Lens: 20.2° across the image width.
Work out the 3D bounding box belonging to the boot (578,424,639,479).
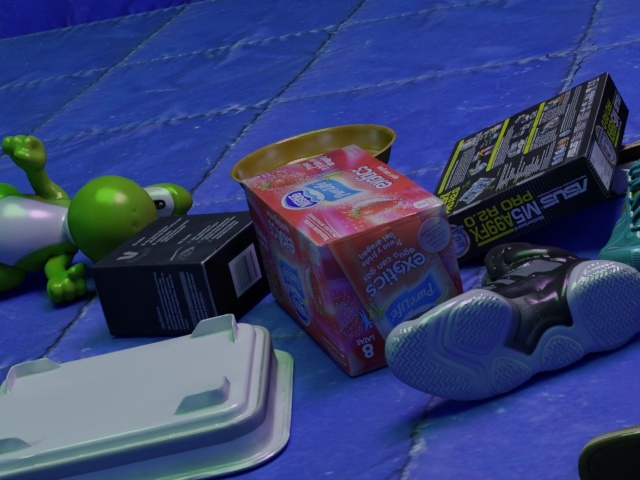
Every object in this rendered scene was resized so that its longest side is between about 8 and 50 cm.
[{"bbox_3d":[0.307,0.148,1.434,0.213,0.077,0.165,-7,19,5],"label":"boot"}]

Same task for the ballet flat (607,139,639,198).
[{"bbox_3d":[0.394,-0.090,2.094,0.206,0.073,0.067,-19,21,15],"label":"ballet flat"}]

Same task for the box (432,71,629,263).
[{"bbox_3d":[0.240,-0.084,2.083,0.216,0.060,0.270,-25,16,23],"label":"box"}]

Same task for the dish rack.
[{"bbox_3d":[-0.197,0.165,1.776,0.333,0.072,0.285,-14,19,5],"label":"dish rack"}]

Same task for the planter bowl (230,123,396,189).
[{"bbox_3d":[0.000,-0.070,2.287,0.217,0.090,0.217,-12,18,4],"label":"planter bowl"}]

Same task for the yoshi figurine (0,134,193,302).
[{"bbox_3d":[-0.346,-0.018,2.268,0.362,0.203,0.203,-9,35,9],"label":"yoshi figurine"}]

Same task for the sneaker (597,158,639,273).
[{"bbox_3d":[0.343,-0.030,1.880,0.107,0.110,0.275,-6,21,23],"label":"sneaker"}]

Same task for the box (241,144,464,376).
[{"bbox_3d":[0.034,0.015,1.916,0.142,0.154,0.300,-19,20,-12],"label":"box"}]

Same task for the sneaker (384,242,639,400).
[{"bbox_3d":[0.169,0.074,1.730,0.269,0.101,0.153,-14,17,-18],"label":"sneaker"}]

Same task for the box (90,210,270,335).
[{"bbox_3d":[-0.152,0.037,2.077,0.158,0.093,0.156,-2,22,30],"label":"box"}]
